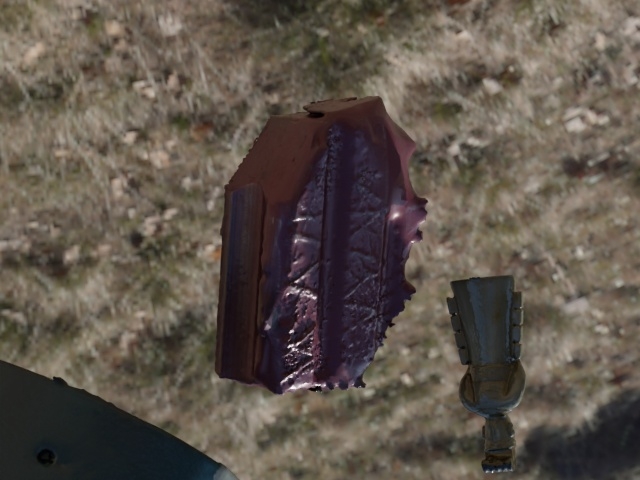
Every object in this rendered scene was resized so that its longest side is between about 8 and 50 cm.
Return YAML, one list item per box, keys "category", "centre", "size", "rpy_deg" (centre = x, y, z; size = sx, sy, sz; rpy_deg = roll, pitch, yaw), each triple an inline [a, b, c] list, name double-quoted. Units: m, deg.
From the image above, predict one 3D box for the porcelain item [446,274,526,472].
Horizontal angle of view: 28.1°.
- category: "porcelain item"
  centre: [0.190, 0.146, 1.401]
  size: [0.084, 0.213, 0.054]
  rpy_deg: [-8, 175, 27]

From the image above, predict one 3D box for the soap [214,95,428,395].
- category: "soap"
  centre: [0.000, 0.000, 1.401]
  size: [0.220, 0.127, 0.324]
  rpy_deg: [-5, 106, -41]

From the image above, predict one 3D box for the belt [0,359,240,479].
- category: "belt"
  centre: [-0.273, 0.251, 1.274]
  size: [0.437, 0.173, 0.300]
  rpy_deg: [20, 156, -4]
